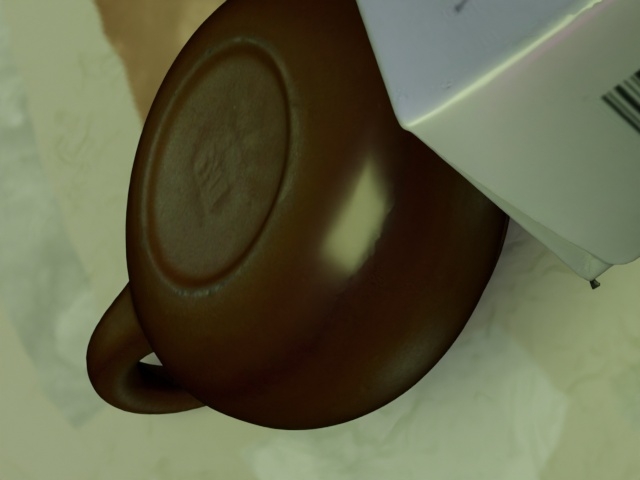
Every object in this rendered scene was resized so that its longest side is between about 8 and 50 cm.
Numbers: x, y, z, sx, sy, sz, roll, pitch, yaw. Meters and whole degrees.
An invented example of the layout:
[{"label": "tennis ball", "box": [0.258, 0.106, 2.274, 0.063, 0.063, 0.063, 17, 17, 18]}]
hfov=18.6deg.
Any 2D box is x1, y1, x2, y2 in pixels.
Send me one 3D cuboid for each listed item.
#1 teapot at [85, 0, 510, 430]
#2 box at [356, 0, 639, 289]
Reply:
[{"label": "teapot", "box": [0.000, 0.000, 0.755, 0.252, 0.135, 0.178, -45, 41, 37]}, {"label": "box", "box": [0.096, -0.164, 0.628, 0.200, 0.106, 0.299, -36, 44, 20]}]
